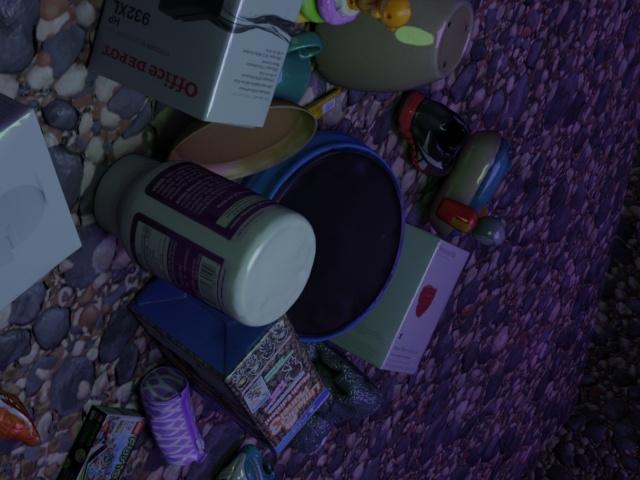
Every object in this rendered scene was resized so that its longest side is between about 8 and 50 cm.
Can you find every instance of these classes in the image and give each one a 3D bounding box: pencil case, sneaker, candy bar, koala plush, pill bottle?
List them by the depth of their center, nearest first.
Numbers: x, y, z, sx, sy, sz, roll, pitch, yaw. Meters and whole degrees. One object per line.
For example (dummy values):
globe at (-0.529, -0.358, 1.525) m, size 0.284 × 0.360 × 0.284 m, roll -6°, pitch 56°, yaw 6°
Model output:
pill bottle at (-0.169, -0.013, 1.472) m, size 0.169 × 0.302 × 0.169 m, roll -37°, pitch 142°, yaw -37°
sneaker at (-0.454, 0.249, 1.486) m, size 0.067 × 0.064 × 0.175 m, roll -38°, pitch 141°, yaw -6°
pencil case at (-0.251, 0.307, 1.811) m, size 0.086 × 0.088 × 0.206 m, roll -47°, pitch 146°, yaw -32°
candy bar at (-0.013, -0.226, 1.846) m, size 0.161 × 0.018 × 0.040 m, roll -37°, pitch 145°, yaw -40°
koala plush at (-0.006, 0.339, 2.152) m, size 0.221 × 0.203 × 0.196 m, roll -50°, pitch 149°, yaw -1°
sneaker at (0.245, -0.199, 2.166) m, size 0.097 × 0.135 × 0.276 m, roll -59°, pitch 152°, yaw -14°
sneaker at (-0.124, 0.514, 2.170) m, size 0.110 × 0.107 × 0.275 m, roll -59°, pitch 152°, yaw -28°

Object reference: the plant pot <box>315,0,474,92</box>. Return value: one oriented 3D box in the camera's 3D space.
plant pot at (0.147, -0.369, 1.795) m, size 0.284 × 0.191 × 0.284 m, roll -46°, pitch 150°, yaw -37°

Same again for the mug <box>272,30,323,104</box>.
mug at (-0.086, -0.268, 1.575) m, size 0.097 × 0.129 × 0.157 m, roll 0°, pitch 126°, yaw -55°

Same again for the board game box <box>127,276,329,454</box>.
board game box at (-0.144, 0.183, 1.729) m, size 0.141 × 0.232 × 0.291 m, roll -48°, pitch 148°, yaw -17°

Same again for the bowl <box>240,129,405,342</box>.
bowl at (0.000, 0.000, 1.880) m, size 0.391 × 0.077 × 0.391 m, roll -16°, pitch 115°, yaw -38°

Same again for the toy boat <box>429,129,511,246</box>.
toy boat at (0.333, -0.086, 2.284) m, size 0.267 × 0.148 × 0.318 m, roll -62°, pitch -179°, yaw 27°

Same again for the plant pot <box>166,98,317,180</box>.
plant pot at (-0.122, -0.153, 1.591) m, size 0.236 × 0.032 × 0.236 m, roll -18°, pitch 163°, yaw -6°

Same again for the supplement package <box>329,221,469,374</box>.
supplement package at (0.155, 0.110, 2.219) m, size 0.177 × 0.175 × 0.292 m, roll 20°, pitch 95°, yaw -60°

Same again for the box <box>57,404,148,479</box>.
box at (-0.369, 0.371, 1.723) m, size 0.114 × 0.036 × 0.207 m, roll 23°, pitch 92°, yaw -61°

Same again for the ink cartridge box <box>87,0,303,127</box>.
ink cartridge box at (-0.145, -0.324, 1.347) m, size 0.129 × 0.223 × 0.307 m, roll -3°, pitch 115°, yaw -57°

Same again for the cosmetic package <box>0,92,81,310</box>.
cosmetic package at (-0.426, -0.028, 1.215) m, size 0.224 × 0.138 × 0.224 m, roll -45°, pitch 146°, yaw -33°

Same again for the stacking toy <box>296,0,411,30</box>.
stacking toy at (0.004, -0.362, 1.477) m, size 0.166 × 0.302 × 0.175 m, roll -37°, pitch 140°, yaw -39°
